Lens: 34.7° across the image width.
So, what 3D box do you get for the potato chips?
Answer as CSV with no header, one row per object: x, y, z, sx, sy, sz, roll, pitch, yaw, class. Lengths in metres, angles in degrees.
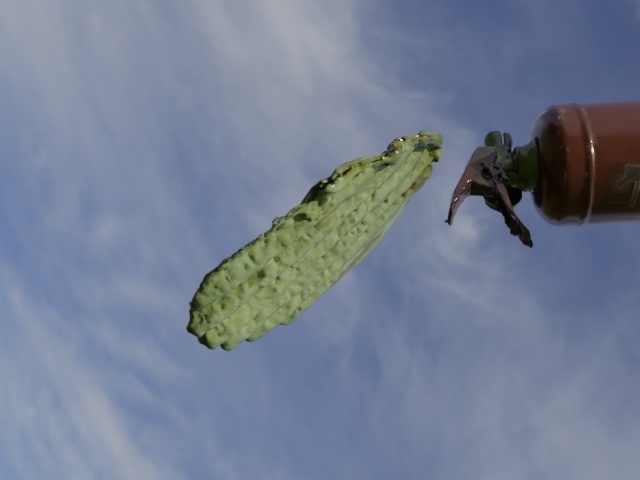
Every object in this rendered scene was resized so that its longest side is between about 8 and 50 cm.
0.000,0.000,1.417,0.070,0.429,0.358,49,1,15,potato chips

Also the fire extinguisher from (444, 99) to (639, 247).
0.265,-0.053,0.836,0.147,0.337,0.106,-92,178,-54,fire extinguisher
